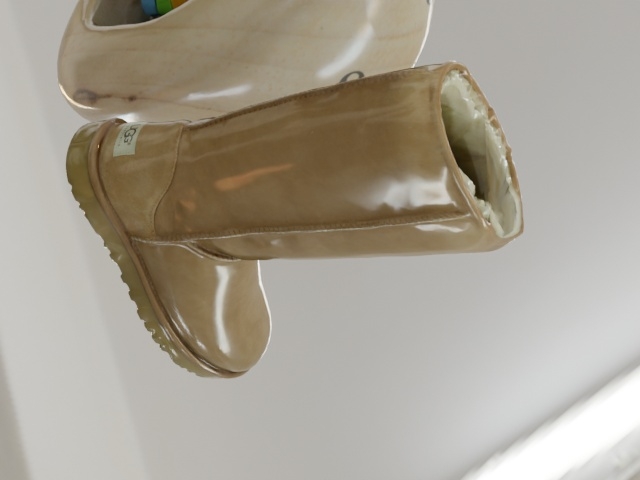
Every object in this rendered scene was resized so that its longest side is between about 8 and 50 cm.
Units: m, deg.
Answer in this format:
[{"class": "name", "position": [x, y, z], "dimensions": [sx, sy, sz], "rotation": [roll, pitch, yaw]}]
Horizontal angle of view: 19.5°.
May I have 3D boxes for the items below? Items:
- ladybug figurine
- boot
[{"class": "ladybug figurine", "position": [-0.055, -0.182, 1.495], "dimensions": [0.305, 0.162, 0.449], "rotation": [-50, -156, -13]}, {"class": "boot", "position": [0.000, 0.000, 1.166], "dimensions": [0.269, 0.236, 0.089], "rotation": [-5, -131, 29]}]
